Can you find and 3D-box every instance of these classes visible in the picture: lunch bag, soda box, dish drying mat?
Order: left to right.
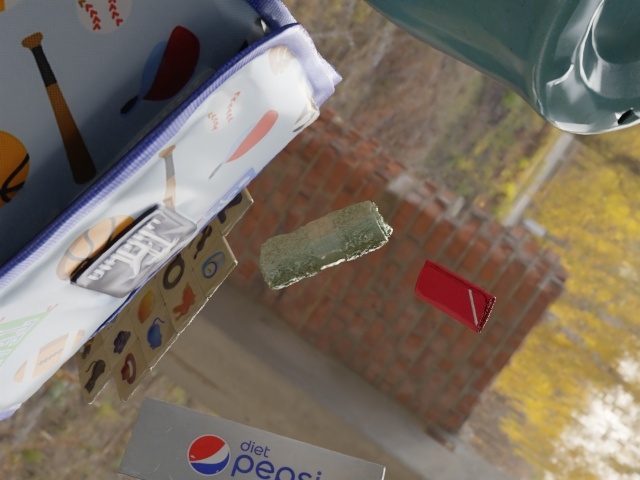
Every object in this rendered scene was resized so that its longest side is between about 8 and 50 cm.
[{"bbox_3d":[-0.197,-0.085,0.601,0.328,0.239,0.385,-44,136,1],"label":"lunch bag"},{"bbox_3d":[-0.078,0.272,1.244,0.091,0.286,0.098,104,2,-60],"label":"soda box"},{"bbox_3d":[0.103,0.043,0.860,0.008,0.083,0.032,12,102,-37],"label":"dish drying mat"}]

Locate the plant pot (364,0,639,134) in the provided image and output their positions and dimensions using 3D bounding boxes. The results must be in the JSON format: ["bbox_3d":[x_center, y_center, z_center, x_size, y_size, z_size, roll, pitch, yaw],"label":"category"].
[{"bbox_3d":[0.115,-0.202,0.566,0.272,0.255,0.271,-23,149,-15],"label":"plant pot"}]

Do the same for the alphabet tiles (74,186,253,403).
[{"bbox_3d":[-0.215,0.032,1.400,0.011,0.285,0.342,29,108,-36],"label":"alphabet tiles"}]

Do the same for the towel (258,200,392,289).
[{"bbox_3d":[0.000,0.000,0.878,0.110,0.027,0.148,-23,-171,2],"label":"towel"}]
